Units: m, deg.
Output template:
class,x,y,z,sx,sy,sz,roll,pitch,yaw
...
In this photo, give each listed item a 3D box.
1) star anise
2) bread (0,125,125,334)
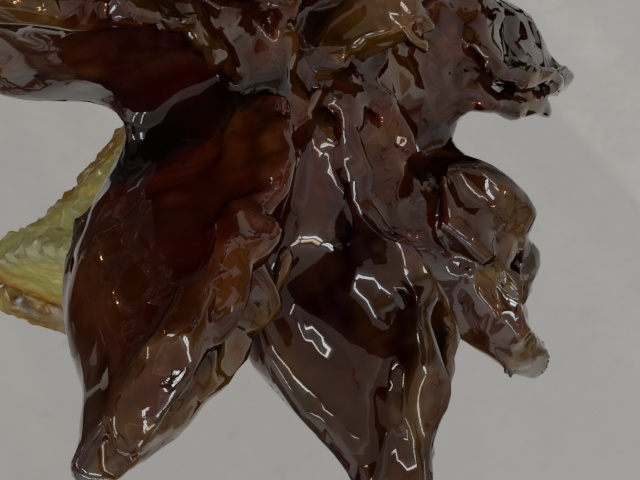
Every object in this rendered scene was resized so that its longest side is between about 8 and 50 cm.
class,x,y,z,sx,sy,sz,roll,pitch,yaw
star anise,-0.013,-0.053,0.484,0.088,0.288,0.288,-23,88,36
bread,-0.062,-0.026,0.798,0.147,0.127,0.152,-19,58,56
